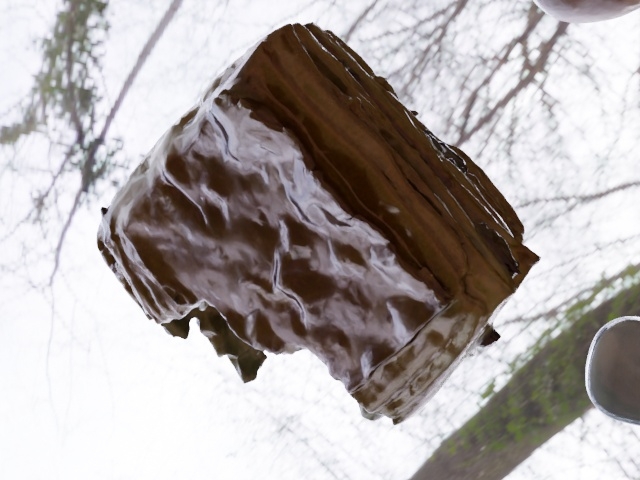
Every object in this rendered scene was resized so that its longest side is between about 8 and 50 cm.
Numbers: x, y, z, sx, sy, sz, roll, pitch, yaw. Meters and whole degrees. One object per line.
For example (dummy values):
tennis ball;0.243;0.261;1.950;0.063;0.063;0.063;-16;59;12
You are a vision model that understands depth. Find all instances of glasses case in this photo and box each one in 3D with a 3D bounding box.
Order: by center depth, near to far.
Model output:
glasses case;0.258;0.093;0.837;0.179;0.045;0.067;10;-83;7

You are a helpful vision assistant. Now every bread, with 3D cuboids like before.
bread;0.000;0.000;1.112;0.314;0.370;0.191;48;-131;5

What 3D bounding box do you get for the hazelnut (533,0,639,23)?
hazelnut;0.288;-0.336;1.417;0.214;0.176;0.214;6;-98;-42
